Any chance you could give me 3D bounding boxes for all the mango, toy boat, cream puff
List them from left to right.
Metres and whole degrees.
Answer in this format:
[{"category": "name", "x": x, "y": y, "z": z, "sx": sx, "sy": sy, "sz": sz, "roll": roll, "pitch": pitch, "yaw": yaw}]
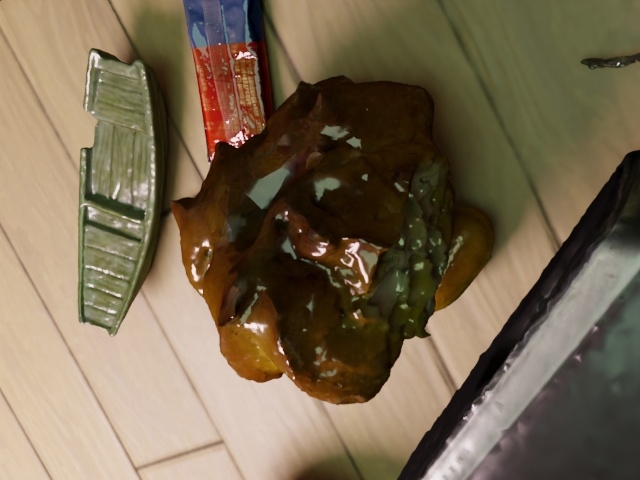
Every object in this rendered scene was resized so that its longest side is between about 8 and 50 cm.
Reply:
[{"category": "toy boat", "x": -0.202, "y": -0.045, "z": 0.807, "sx": 0.093, "sy": 0.055, "sz": 0.293, "roll": 18, "pitch": 114, "yaw": 18}, {"category": "cream puff", "x": 0.000, "y": 0.000, "z": 0.635, "sx": 0.241, "sy": 0.155, "sz": 0.269, "roll": -28, "pitch": 53, "yaw": 25}, {"category": "mango", "x": 0.098, "y": 0.016, "z": 0.684, "sx": 0.114, "sy": 0.057, "sz": 0.079, "roll": -38, "pitch": 80, "yaw": 26}]

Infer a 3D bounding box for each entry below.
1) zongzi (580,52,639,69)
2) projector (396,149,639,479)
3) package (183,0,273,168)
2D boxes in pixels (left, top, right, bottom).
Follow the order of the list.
[{"category": "zongzi", "x": 0.336, "y": -0.264, "z": 0.411, "sx": 0.418, "sy": 0.181, "sz": 0.447, "roll": 0, "pitch": 109, "yaw": 25}, {"category": "projector", "x": 0.285, "y": 0.201, "z": 0.556, "sx": 0.405, "sy": 0.242, "sz": 0.395, "roll": 34, "pitch": 117, "yaw": 11}, {"category": "package", "x": -0.081, "y": -0.156, "z": 0.729, "sx": 0.083, "sy": 0.022, "sz": 0.200, "roll": 2, "pitch": 109, "yaw": 25}]
